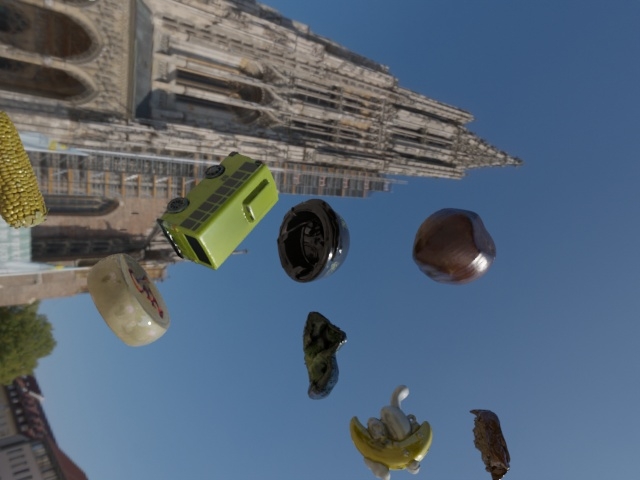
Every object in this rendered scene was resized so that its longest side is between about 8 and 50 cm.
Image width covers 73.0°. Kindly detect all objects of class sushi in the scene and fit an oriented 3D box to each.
[{"bbox_3d":[0.298,0.357,0.761,0.052,0.055,0.120,91,-6,-61],"label":"sushi"}]

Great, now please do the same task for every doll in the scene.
[{"bbox_3d":[0.214,0.574,1.287,0.252,0.237,0.111,-126,-162,-53],"label":"doll"}]

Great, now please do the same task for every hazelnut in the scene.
[{"bbox_3d":[0.357,0.014,1.189,0.218,0.234,0.218,-33,-142,30],"label":"hazelnut"}]

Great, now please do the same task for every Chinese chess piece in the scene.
[{"bbox_3d":[-0.525,0.163,1.199,0.273,0.102,0.273,58,-9,15],"label":"Chinese chess piece"}]

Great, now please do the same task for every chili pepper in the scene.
[{"bbox_3d":[0.010,0.352,1.329,0.148,0.116,0.264,115,-26,-53],"label":"chili pepper"}]

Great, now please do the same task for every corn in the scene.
[{"bbox_3d":[-0.688,-0.153,0.958,0.091,0.091,0.260,6,-69,46],"label":"corn"}]

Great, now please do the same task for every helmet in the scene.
[{"bbox_3d":[0.000,0.000,1.304,0.279,0.160,0.230,-42,-119,35],"label":"helmet"}]

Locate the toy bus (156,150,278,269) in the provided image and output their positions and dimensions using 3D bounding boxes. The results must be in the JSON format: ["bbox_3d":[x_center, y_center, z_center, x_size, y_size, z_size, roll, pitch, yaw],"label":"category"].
[{"bbox_3d":[-0.214,-0.073,0.972,0.150,0.262,0.128,18,-36,29],"label":"toy bus"}]
